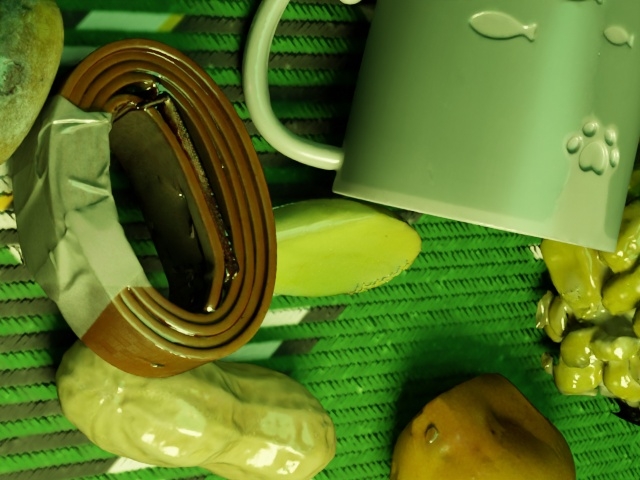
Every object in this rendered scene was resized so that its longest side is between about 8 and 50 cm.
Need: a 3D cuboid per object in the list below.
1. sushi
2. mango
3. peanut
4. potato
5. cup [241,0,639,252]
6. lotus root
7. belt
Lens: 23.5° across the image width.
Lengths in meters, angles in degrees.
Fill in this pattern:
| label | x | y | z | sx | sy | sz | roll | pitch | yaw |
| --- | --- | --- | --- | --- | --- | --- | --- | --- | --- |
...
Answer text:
| label | x | y | z | sx | sy | sz | roll | pitch | yaw |
| --- | --- | --- | --- | --- | --- | --- | --- | --- | --- |
| sushi | 0.396 | 0.044 | 1.527 | 0.285 | 0.329 | 0.328 | 24 | 90 | -42 |
| mango | 0.169 | 0.232 | 1.509 | 0.236 | 0.166 | 0.136 | -15 | 153 | -53 |
| peanut | -0.095 | 0.146 | 1.311 | 0.274 | 0.125 | 0.111 | 19 | 89 | -36 |
| potato | 0.000 | 0.000 | 1.382 | 0.198 | 0.054 | 0.119 | -6 | 145 | -30 |
| cup | 0.114 | -0.158 | 1.350 | 0.357 | 0.259 | 0.274 | 13 | 91 | -6 |
| lotus root | -0.266 | -0.112 | 1.153 | 0.113 | 0.088 | 0.192 | 22 | 82 | 3 |
| belt | -0.140 | -0.023 | 1.211 | 0.184 | 0.105 | 0.261 | -21 | 89 | -32 |
